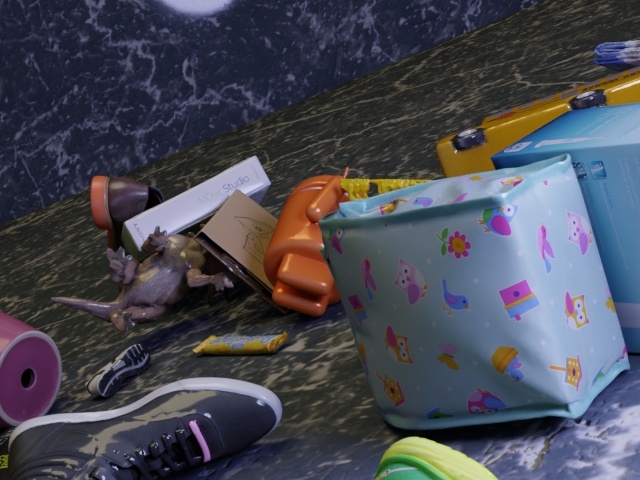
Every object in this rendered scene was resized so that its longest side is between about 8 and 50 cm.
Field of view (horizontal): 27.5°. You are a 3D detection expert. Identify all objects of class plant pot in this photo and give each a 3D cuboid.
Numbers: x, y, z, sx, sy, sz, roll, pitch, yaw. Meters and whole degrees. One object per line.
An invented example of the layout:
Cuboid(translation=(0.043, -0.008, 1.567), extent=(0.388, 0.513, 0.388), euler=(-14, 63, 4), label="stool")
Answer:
Cuboid(translation=(-0.456, 0.171, 1.751), extent=(0.180, 0.201, 0.201), euler=(7, 28, 32), label="plant pot")

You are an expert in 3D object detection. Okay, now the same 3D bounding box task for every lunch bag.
Cuboid(translation=(0.128, 0.054, 1.224), extent=(0.262, 0.223, 0.160), euler=(-11, 12, 43), label="lunch bag")

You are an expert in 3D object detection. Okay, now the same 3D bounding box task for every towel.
Cuboid(translation=(0.570, -0.263, 1.925), extent=(0.209, 0.034, 0.285), euler=(12, -4, -33), label="towel")

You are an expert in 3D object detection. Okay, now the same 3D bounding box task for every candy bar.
Cuboid(translation=(-0.102, 0.134, 1.688), extent=(0.161, 0.018, 0.040), euler=(-7, 20, 48), label="candy bar")

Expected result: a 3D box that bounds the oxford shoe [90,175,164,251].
Cuboid(translation=(-0.297, -0.038, 2.105), extent=(0.098, 0.096, 0.271), euler=(-2, -10, 2), label="oxford shoe")

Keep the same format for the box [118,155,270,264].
Cuboid(translation=(-0.212, -0.019, 2.100), extent=(0.232, 0.058, 0.322), euler=(-28, -8, -16), label="box")

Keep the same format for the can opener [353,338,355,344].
Cuboid(translation=(0.142, 0.063, 1.417), extent=(0.280, 0.093, 0.074), euler=(-17, 2, 41), label="can opener")

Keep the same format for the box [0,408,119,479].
Cuboid(translation=(-0.338, 0.265, 1.491), extent=(0.191, 0.045, 0.184), euler=(-13, 15, 32), label="box")

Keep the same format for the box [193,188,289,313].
Cuboid(translation=(-0.085, 0.011, 1.848), extent=(0.021, 0.164, 0.201), euler=(-49, 3, 23), label="box")

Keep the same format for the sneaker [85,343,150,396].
Cuboid(translation=(-0.272, 0.172, 1.750), extent=(0.044, 0.040, 0.109), euler=(-12, 17, 41), label="sneaker")

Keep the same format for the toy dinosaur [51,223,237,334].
Cuboid(translation=(-0.226, 0.060, 1.880), extent=(0.296, 0.127, 0.200), euler=(-28, -6, -5), label="toy dinosaur")

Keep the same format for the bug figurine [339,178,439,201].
Cuboid(translation=(0.156, -0.042, 1.671), extent=(0.279, 0.072, 0.216), euler=(4, 4, 42), label="bug figurine")

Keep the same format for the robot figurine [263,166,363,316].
Cuboid(translation=(0.001, -0.001, 1.743), extent=(0.128, 0.158, 0.219), euler=(-13, 37, 28), label="robot figurine")

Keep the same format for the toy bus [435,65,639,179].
Cuboid(translation=(0.343, -0.154, 1.918), extent=(0.333, 0.108, 0.130), euler=(-18, 14, 16), label="toy bus")

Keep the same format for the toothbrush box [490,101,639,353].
Cuboid(translation=(0.328, -0.013, 1.196), extent=(0.126, 0.216, 0.296), euler=(-31, 16, -31), label="toothbrush box")

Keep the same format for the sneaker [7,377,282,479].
Cuboid(translation=(-0.181, 0.230, 1.311), extent=(0.296, 0.104, 0.147), euler=(-12, 30, 6), label="sneaker")

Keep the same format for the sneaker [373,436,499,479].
Cuboid(translation=(0.120, 0.227, 0.892), extent=(0.123, 0.109, 0.295), euler=(-51, 25, -16), label="sneaker")
